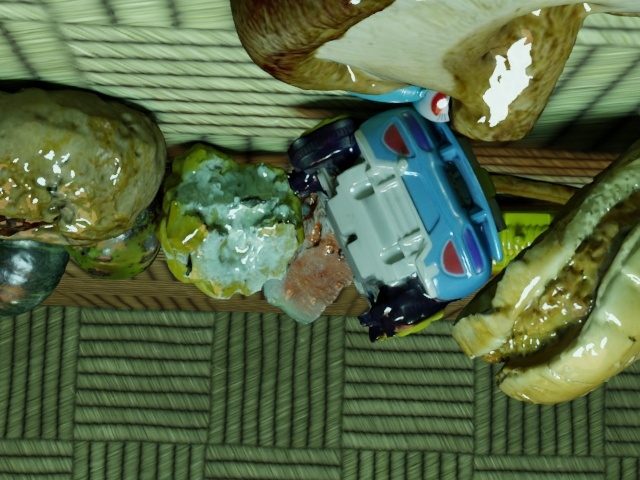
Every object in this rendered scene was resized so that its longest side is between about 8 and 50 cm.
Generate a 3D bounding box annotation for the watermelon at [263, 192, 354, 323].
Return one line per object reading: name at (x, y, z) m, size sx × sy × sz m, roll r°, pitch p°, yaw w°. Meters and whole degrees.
watermelon at (0.000, 0.000, 1.499) m, size 0.094 × 0.154 × 0.241 m, roll 6°, pitch 158°, yaw -28°

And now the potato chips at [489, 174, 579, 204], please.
potato chips at (0.212, -0.052, 1.365) m, size 0.204 × 0.037 × 0.026 m, roll 1°, pitch -177°, yaw -30°

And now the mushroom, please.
mushroom at (0.072, -0.137, 0.511) m, size 0.231 × 0.138 × 0.194 m, roll -10°, pitch 157°, yaw 6°

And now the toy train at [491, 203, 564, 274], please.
toy train at (0.242, 0.001, 1.462) m, size 0.219 × 0.089 × 0.127 m, roll 3°, pitch -179°, yaw 33°

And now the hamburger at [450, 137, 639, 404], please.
hamburger at (0.255, 0.023, 1.104) m, size 0.144 × 0.283 × 0.259 m, roll 42°, pitch 166°, yaw 6°

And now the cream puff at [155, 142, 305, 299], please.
cream puff at (-0.095, -0.023, 1.253) m, size 0.156 × 0.156 × 0.121 m, roll 4°, pitch 143°, yaw -15°

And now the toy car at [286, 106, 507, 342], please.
toy car at (0.078, -0.022, 1.149) m, size 0.166 × 0.198 × 0.314 m, roll -24°, pitch 175°, yaw -4°

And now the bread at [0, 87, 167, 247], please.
bread at (-0.252, -0.060, 1.110) m, size 0.230 × 0.123 × 0.230 m, roll 2°, pitch 174°, yaw 0°

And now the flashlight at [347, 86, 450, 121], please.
flashlight at (0.050, -0.118, 0.897) m, size 0.129 × 0.051 × 0.051 m, roll 10°, pitch 169°, yaw -22°

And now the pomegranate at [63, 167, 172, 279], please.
pomegranate at (-0.200, -0.025, 1.317) m, size 0.163 × 0.125 × 0.138 m, roll -5°, pitch 141°, yaw -8°

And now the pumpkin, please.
pumpkin at (-0.348, 0.001, 1.382) m, size 0.167 × 0.167 × 0.125 m, roll -1°, pitch 174°, yaw 21°
